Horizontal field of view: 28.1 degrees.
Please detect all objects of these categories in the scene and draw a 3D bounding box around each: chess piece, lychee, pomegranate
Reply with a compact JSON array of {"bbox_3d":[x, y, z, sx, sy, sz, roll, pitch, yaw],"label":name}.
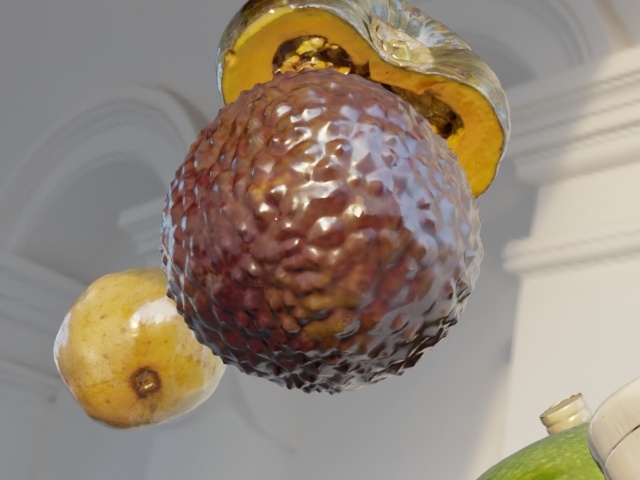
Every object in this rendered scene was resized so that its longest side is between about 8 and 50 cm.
[{"bbox_3d":[0.333,0.259,1.607,0.066,0.122,0.066,-30,-3,-2],"label":"chess piece"},{"bbox_3d":[0.000,0.000,0.989,0.261,0.260,0.260,9,-22,4],"label":"lychee"},{"bbox_3d":[-0.191,0.115,1.378,0.196,0.196,0.196,9,-22,4],"label":"pomegranate"}]

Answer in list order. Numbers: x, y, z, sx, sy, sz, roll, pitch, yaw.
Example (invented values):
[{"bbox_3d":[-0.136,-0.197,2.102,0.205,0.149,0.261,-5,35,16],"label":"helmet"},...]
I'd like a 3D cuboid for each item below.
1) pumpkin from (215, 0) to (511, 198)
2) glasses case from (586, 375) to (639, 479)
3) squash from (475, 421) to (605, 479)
[{"bbox_3d":[0.033,-0.139,1.324,0.317,0.139,0.221,25,-56,-21],"label":"pumpkin"},{"bbox_3d":[0.211,0.059,0.557,0.196,0.050,0.083,-29,-38,3],"label":"glasses case"},{"bbox_3d":[0.233,0.294,1.209,0.309,0.310,0.310,12,-19,-32],"label":"squash"}]
